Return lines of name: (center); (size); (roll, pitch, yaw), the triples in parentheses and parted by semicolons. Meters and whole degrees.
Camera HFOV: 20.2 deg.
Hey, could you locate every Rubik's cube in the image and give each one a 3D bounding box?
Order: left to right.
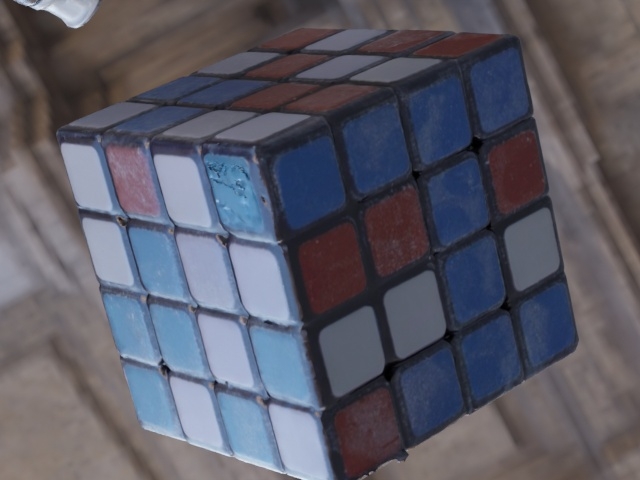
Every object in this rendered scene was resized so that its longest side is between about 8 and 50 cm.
Rubik's cube: (0.000, 0.000, 0.482); (0.092, 0.092, 0.092); (8, 119, 50)

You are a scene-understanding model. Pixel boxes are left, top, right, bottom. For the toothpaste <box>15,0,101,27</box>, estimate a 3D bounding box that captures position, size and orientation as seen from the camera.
toothpaste: (-0.238, -0.201, 1.205); (0.193, 0.071, 0.045); (26, -138, -36)
